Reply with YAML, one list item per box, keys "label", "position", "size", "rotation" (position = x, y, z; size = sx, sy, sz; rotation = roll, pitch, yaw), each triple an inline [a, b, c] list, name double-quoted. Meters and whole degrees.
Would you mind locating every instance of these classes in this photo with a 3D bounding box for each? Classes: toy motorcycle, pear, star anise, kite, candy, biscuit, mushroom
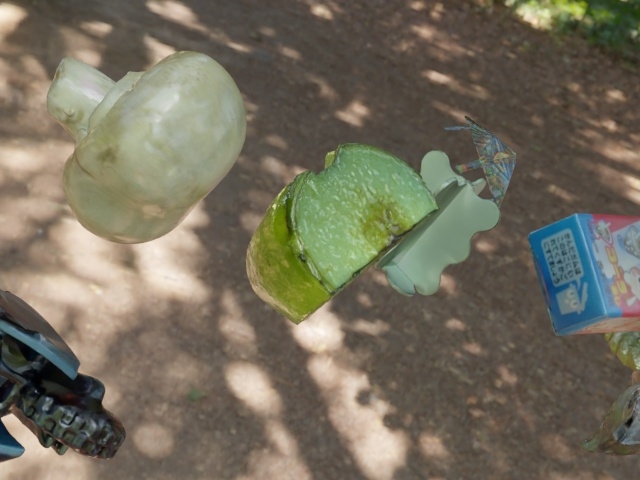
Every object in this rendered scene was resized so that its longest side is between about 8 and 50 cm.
- label: "toy motorcycle"
  position: [-0.391, 0.114, 1.066]
  size: [0.416, 0.172, 0.232]
  rotation: [36, -5, -40]
- label: "pear"
  position: [0.000, 0.000, 1.458]
  size: [0.159, 0.292, 0.292]
  rotation: [49, 30, 5]
- label: "star anise"
  position: [0.298, 0.127, 0.843]
  size: [0.065, 0.182, 0.195]
  rotation: [56, -3, -2]
- label: "kite"
  position: [0.301, -0.142, 1.834]
  size: [0.160, 0.010, 0.183]
  rotation: [-15, 84, -36]
- label: "candy"
  position: [0.452, 0.050, 1.525]
  size: [0.306, 0.100, 0.157]
  rotation: [3, 67, -42]
- label: "biscuit"
  position: [0.669, 0.177, 2.062]
  size: [0.187, 0.036, 0.273]
  rotation: [-7, 43, 14]
- label: "mushroom"
  position: [-0.225, -0.132, 1.238]
  size: [0.234, 0.260, 0.254]
  rotation: [42, 4, -6]

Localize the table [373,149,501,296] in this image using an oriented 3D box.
- label: "table"
  position: [0.179, -0.028, 1.646]
  size: [0.166, 0.198, 0.166]
  rotation: [32, 24, -16]
